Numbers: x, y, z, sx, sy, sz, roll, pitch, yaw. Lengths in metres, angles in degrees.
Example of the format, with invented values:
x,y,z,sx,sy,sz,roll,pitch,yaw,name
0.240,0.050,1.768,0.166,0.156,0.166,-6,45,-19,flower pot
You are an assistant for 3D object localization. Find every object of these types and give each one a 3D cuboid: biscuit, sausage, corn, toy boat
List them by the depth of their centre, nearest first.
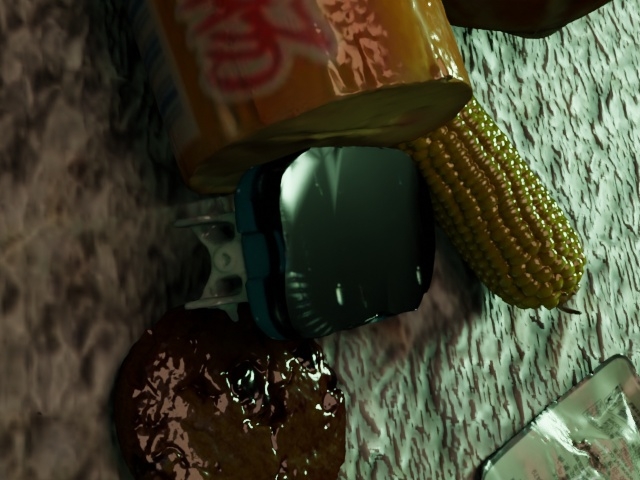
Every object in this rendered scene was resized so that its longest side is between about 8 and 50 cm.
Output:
x,y,z,sx,sy,sz,roll,pitch,yaw,name
-0.059,0.129,0.817,0.192,0.049,0.192,13,67,-33,biscuit
-0.039,-0.202,0.851,0.233,0.233,0.287,-11,78,-40,sausage
0.000,0.000,0.867,0.299,0.092,0.134,-5,89,-66,toy boat
0.129,-0.059,1.008,0.310,0.101,0.101,52,50,-3,corn

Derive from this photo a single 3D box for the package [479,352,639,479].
x,y,z,sx,sy,sz,roll,pitch,yaw,name
0.246,0.217,1.026,0.232,0.040,0.166,-33,90,-33,package

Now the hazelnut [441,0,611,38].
x,y,z,sx,sy,sz,roll,pitch,yaw,name
0.188,-0.376,1.038,0.366,0.366,0.365,15,63,-32,hazelnut
